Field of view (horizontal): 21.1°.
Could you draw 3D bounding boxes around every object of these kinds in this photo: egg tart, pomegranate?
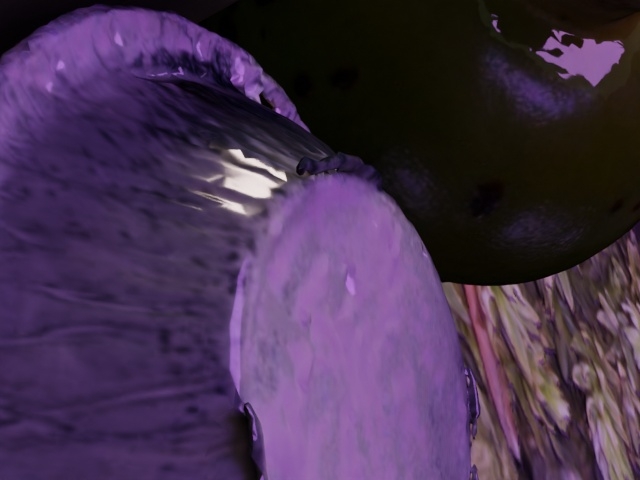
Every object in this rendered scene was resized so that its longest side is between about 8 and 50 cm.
[{"bbox_3d":[-0.022,0.047,0.460,0.234,0.094,0.234,29,55,-53],"label":"egg tart"},{"bbox_3d":[0.060,-0.088,0.615,0.202,0.248,0.202,9,70,-26],"label":"pomegranate"}]

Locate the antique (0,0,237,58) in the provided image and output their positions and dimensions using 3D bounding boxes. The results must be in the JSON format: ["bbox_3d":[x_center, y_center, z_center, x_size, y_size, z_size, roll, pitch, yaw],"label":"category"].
[{"bbox_3d":[-0.080,-0.135,0.471,0.147,0.148,0.152,-15,81,-63],"label":"antique"}]
